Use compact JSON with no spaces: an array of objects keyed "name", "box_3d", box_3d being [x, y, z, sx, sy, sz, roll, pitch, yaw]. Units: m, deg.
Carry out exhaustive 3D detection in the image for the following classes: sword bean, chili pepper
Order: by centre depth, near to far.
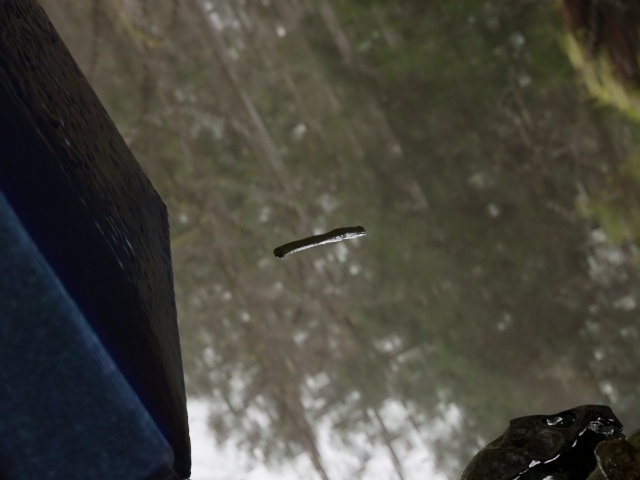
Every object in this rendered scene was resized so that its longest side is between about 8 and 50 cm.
[{"name":"sword bean","box_3d":[0.000,0.000,1.324,0.083,0.012,0.012,-15,-164,-36]},{"name":"chili pepper","box_3d":[0.227,0.205,1.528,0.148,0.264,0.116,161,-65,-63]}]

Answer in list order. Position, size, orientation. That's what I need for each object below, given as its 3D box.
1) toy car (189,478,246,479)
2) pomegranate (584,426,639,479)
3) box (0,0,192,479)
[{"name":"toy car","box_3d":[-0.116,0.234,1.384,0.191,0.100,0.097,-15,-132,37]},{"name":"pomegranate","box_3d":[0.254,0.209,1.223,0.211,0.263,0.211,-14,-122,24]},{"name":"box","box_3d":[-0.156,-0.051,0.634,0.116,0.261,0.279,-28,-161,4]}]
